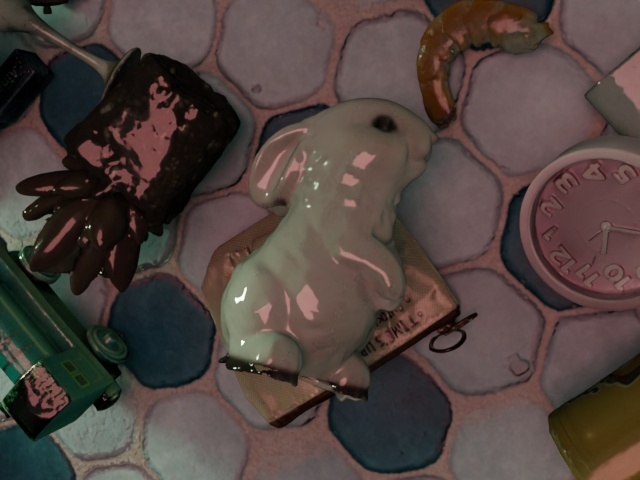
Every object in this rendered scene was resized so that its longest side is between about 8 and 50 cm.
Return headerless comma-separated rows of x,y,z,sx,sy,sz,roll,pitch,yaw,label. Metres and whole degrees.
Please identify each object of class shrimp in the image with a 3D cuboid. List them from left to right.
0.198,-0.216,1.026,0.161,0.049,0.166,12,99,17,shrimp

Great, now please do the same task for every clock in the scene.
0.336,-0.020,0.958,0.197,0.068,0.196,14,116,29,clock

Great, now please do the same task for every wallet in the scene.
0.003,0.081,1.093,0.335,0.068,0.274,-32,85,14,wallet

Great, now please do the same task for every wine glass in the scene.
-0.387,-0.302,1.018,0.310,0.264,0.096,31,83,-6,wine glass

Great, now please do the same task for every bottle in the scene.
0.448,0.171,0.932,0.351,0.171,0.171,-40,84,13,bottle

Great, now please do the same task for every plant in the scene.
-0.252,-0.079,1.096,0.194,0.181,0.320,43,106,3,plant

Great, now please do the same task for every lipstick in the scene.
-0.521,-0.154,1.228,0.312,0.051,0.051,-43,83,16,lipstick

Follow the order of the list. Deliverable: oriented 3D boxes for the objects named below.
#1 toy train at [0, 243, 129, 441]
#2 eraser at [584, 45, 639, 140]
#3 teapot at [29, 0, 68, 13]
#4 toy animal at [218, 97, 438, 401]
-0.406,0.127,1.148,0.120,0.194,0.298,-45,82,16,toy train
0.446,-0.141,0.945,0.174,0.081,0.227,-42,85,17,eraser
-0.383,-0.356,1.164,0.121,0.076,0.068,-6,105,-13,teapot
0.000,0.000,0.976,0.258,0.194,0.357,9,80,38,toy animal
